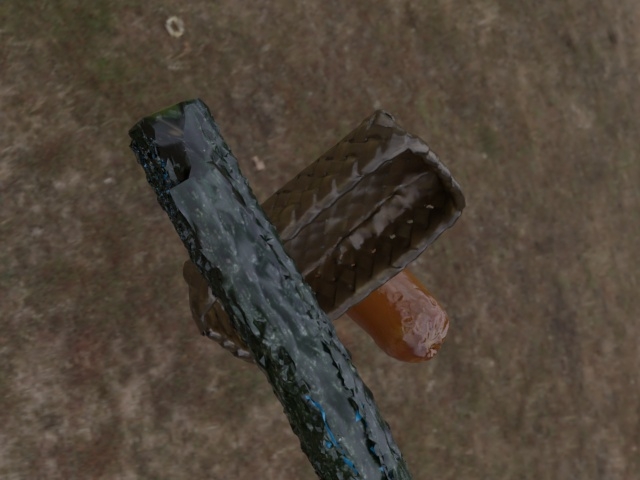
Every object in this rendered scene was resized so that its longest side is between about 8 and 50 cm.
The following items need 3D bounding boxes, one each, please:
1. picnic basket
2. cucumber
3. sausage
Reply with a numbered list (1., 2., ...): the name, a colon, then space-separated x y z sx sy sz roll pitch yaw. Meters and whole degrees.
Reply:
1. picnic basket: 0.000 0.000 0.691 0.110 0.193 0.055 41 12 -49
2. cucumber: -0.011 0.051 0.470 0.043 0.044 0.256 -28 89 -19
3. sausage: 0.051 0.046 1.020 0.076 0.076 0.197 2 32 -46
